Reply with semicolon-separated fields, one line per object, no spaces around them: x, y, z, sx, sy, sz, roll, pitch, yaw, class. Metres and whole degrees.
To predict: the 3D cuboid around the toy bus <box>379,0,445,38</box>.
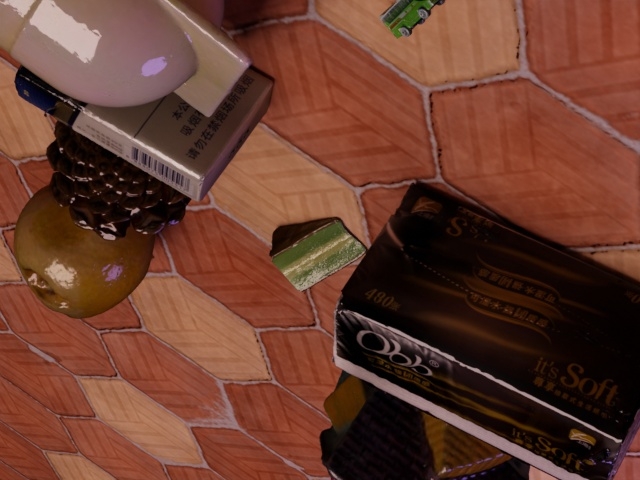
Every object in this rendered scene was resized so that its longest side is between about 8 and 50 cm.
0.094;-0.236;1.554;0.037;0.031;0.083;47;150;-3;toy bus

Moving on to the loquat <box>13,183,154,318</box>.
-0.332;0.001;2.183;0.213;0.213;0.213;25;150;16;loquat

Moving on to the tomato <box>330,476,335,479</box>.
0.135;0.329;2.222;0.233;0.139;0.200;30;116;-3;tomato

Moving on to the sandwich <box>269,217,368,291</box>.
0.000;0.000;2.025;0.116;0.074;0.074;-31;115;23;sandwich

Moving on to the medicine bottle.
-0.253;-0.285;1.622;0.406;0.235;0.236;38;151;-6;medicine bottle

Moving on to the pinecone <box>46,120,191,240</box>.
-0.246;-0.090;1.962;0.208;0.207;0.207;25;150;16;pinecone

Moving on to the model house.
0.136;0.277;1.975;0.280;0.248;0.230;37;122;-7;model house

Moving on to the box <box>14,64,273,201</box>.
-0.205;-0.178;1.806;0.259;0.168;0.071;30;153;5;box

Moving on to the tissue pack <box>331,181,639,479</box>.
0.217;0.124;1.784;0.370;0.210;0.198;25;146;15;tissue pack
